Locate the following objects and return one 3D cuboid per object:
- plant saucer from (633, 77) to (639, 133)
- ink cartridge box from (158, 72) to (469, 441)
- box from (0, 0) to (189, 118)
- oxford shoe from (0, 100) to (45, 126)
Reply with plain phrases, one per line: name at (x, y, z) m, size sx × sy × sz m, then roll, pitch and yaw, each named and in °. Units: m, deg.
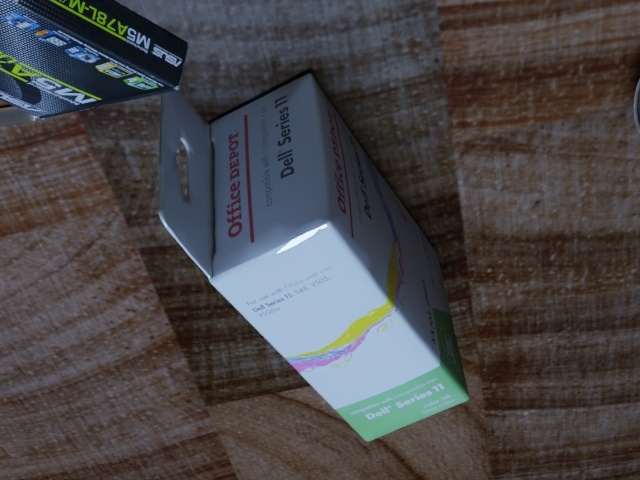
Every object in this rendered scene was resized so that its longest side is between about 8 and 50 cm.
plant saucer at (0.385, -0.156, 0.992) m, size 0.199 × 0.036 × 0.198 m, roll -5°, pitch 134°, yaw -5°
ink cartridge box at (0.000, 0.000, 0.965) m, size 0.119 × 0.207 × 0.353 m, roll -25°, pitch 133°, yaw 17°
box at (-0.222, -0.148, 0.752) m, size 0.184 × 0.045 × 0.191 m, roll -5°, pitch 159°, yaw 42°
oxford shoe at (-0.323, -0.129, 0.902) m, size 0.212 × 0.076 × 0.076 m, roll -11°, pitch 110°, yaw -2°
